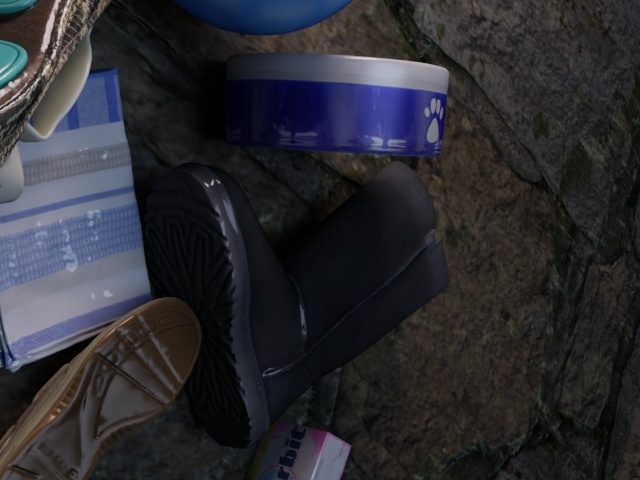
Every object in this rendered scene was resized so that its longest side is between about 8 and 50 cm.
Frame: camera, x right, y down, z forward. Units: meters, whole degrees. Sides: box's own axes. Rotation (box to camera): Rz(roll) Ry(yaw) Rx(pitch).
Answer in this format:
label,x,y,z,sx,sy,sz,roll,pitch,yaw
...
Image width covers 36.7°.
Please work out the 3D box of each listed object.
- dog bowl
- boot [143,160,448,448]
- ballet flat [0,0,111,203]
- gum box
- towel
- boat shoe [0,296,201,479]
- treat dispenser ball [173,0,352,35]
label,x,y,z,sx,sy,sz,roll,pitch,yaw
dog bowl,0.017,-0.159,1.154,0.265,0.264,0.104,-4,99,-51
boot,0.000,0.002,1.240,0.445,0.146,0.367,-32,128,-40
ballet flat,-0.282,-0.142,0.834,0.182,0.164,0.483,85,20,-45
gum box,-0.046,0.337,1.259,0.062,0.107,0.188,41,63,-45
towel,-0.268,-0.028,1.002,0.209,0.034,0.285,-20,110,-49
boat shoe,-0.245,0.173,1.007,0.109,0.098,0.302,54,55,-23
treat dispenser ball,-0.062,-0.361,1.014,0.288,0.288,0.288,-8,101,-50
